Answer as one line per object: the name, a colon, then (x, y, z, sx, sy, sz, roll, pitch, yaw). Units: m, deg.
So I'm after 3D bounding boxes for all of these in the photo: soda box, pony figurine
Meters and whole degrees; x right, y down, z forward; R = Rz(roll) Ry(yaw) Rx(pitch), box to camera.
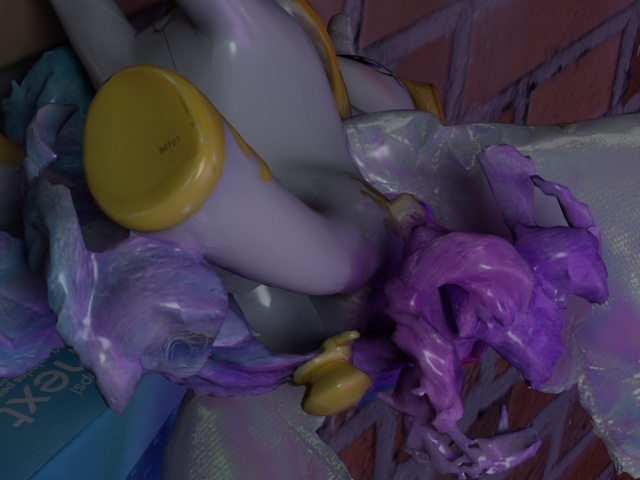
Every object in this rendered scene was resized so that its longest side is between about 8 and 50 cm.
soda box: (-0.108, 0.082, 0.729, 0.210, 0.067, 0.071, -43, 143, -42)
pony figurine: (0.000, 0.000, 0.603, 0.303, 0.351, 0.363, -33, 151, 17)
